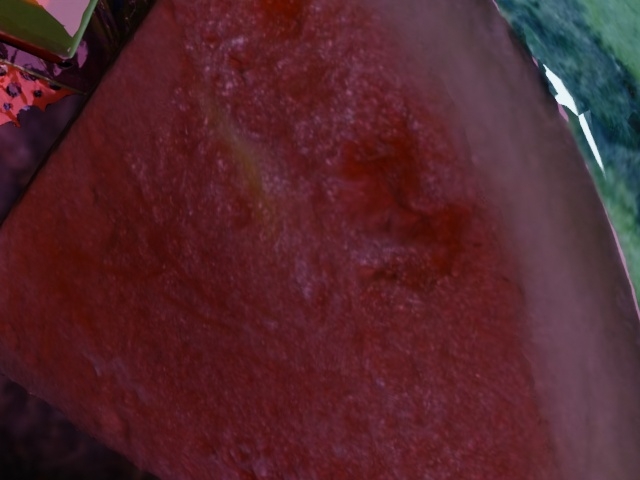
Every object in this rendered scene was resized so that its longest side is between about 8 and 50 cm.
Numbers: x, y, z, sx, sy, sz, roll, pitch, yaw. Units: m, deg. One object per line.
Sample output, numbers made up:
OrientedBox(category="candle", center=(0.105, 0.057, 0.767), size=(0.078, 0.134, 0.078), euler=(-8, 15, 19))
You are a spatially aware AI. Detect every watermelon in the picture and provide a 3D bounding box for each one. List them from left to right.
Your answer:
OrientedBox(category="watermelon", center=(0.024, 0.002, 0.553), size=(0.292, 0.250, 0.283), euler=(-34, 112, 1))

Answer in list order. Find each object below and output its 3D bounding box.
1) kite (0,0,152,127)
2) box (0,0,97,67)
OrientedBox(category="kite", center=(-0.091, -0.106, 0.623), size=(0.222, 0.008, 0.125), euler=(-22, 111, -3))
OrientedBox(category="box", center=(-0.138, -0.161, 0.496), size=(0.195, 0.177, 0.148), euler=(21, 103, -17))
